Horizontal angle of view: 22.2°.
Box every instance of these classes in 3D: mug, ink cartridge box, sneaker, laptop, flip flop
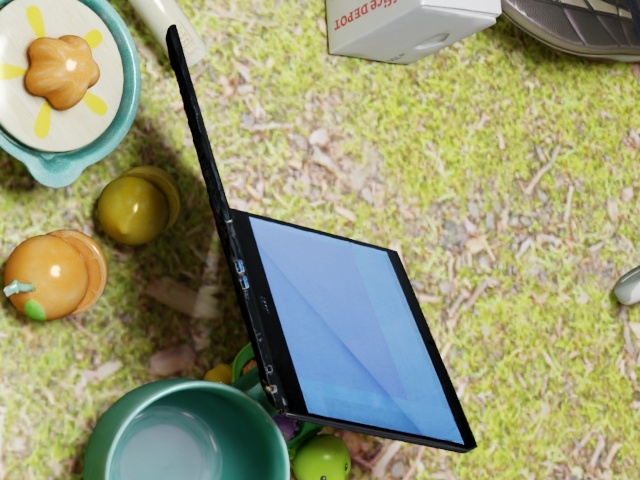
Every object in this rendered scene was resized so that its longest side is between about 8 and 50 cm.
[{"bbox_3d":[-0.086,0.157,1.133,0.158,0.097,0.129,-10,91,-23],"label":"mug"},{"bbox_3d":[0.068,-0.252,1.301,0.082,0.139,0.190,4,77,-31],"label":"ink cartridge box"},{"bbox_3d":[0.324,0.038,1.442,0.152,0.054,0.061,-17,91,-33],"label":"sneaker"},{"bbox_3d":[0.000,0.000,1.138,0.136,0.234,0.264,-16,130,-4],"label":"laptop"},{"bbox_3d":[0.233,-0.202,1.434,0.277,0.080,0.112,1,73,-46],"label":"flip flop"}]

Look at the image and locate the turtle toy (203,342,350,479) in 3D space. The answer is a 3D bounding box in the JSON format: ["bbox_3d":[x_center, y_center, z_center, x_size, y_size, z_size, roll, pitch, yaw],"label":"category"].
[{"bbox_3d":[-0.020,0.125,1.208,0.095,0.066,0.130,-24,92,-32],"label":"turtle toy"}]

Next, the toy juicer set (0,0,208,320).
[{"bbox_3d":[-0.160,-0.097,1.145,0.209,0.089,0.329,35,67,-30],"label":"toy juicer set"}]
